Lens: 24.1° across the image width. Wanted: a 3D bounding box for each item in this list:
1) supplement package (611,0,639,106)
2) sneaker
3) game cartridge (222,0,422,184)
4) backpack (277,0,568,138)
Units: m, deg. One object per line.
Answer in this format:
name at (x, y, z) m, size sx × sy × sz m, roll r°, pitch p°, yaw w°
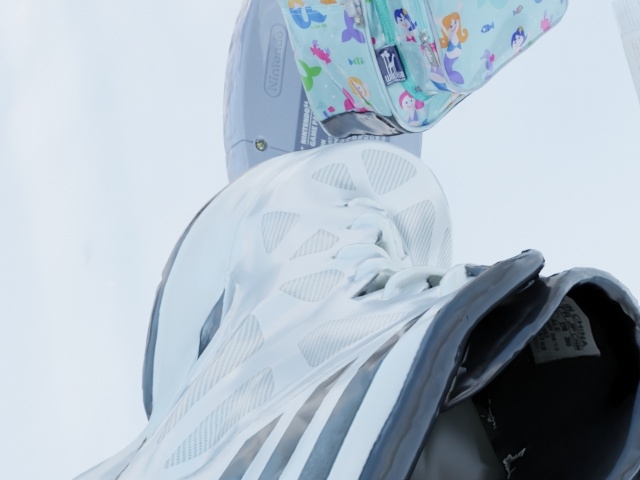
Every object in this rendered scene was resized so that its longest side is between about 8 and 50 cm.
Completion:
supplement package at (0.539, -0.248, 1.909) m, size 0.293 × 0.175 × 0.177 m, roll -16°, pitch 20°, yaw 14°
sneaker at (0.044, 0.061, 0.634) m, size 0.257 × 0.169 × 0.447 m, roll -25°, pitch 20°, yaw 32°
game cartridge at (0.007, -0.148, 1.441) m, size 0.062 × 0.198 × 0.297 m, roll 144°, pitch 136°, yaw -63°
backpack at (0.067, -0.231, 1.213) m, size 0.191 × 0.253 × 0.225 m, roll -7°, pitch 24°, yaw 47°
